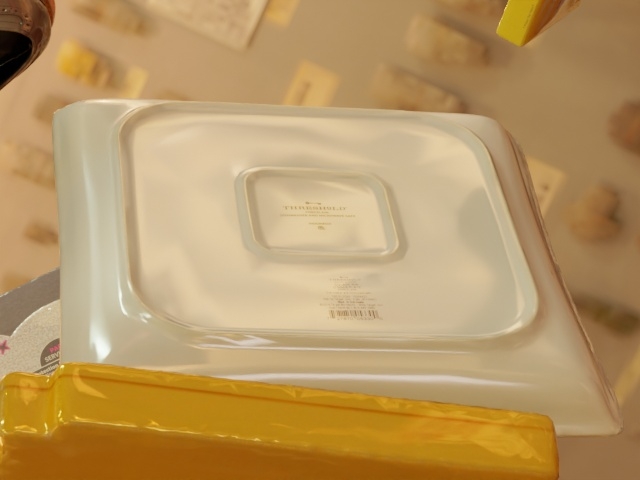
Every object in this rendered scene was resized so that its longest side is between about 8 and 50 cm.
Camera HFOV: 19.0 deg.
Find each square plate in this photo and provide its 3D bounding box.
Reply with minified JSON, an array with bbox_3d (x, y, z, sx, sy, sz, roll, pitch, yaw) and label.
[{"bbox_3d":[0.000,0.000,1.265,0.344,0.347,0.049,-102,17,-53],"label":"square plate"}]

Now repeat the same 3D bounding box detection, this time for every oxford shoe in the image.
[{"bbox_3d":[-0.330,-0.118,1.494,0.271,0.097,0.098,-32,30,13],"label":"oxford shoe"}]

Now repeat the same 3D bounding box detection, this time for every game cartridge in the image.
[{"bbox_3d":[-0.053,0.181,1.058,0.324,0.285,0.053,112,161,-47],"label":"game cartridge"}]

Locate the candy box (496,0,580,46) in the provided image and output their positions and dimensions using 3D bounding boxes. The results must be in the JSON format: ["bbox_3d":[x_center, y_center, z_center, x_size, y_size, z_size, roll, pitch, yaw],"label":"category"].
[{"bbox_3d":[0.187,-0.238,1.322,0.105,0.027,0.206,-34,-28,-49],"label":"candy box"}]

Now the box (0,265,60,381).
[{"bbox_3d":[-0.326,0.166,1.973,0.247,0.163,0.142,-26,-30,-9],"label":"box"}]
